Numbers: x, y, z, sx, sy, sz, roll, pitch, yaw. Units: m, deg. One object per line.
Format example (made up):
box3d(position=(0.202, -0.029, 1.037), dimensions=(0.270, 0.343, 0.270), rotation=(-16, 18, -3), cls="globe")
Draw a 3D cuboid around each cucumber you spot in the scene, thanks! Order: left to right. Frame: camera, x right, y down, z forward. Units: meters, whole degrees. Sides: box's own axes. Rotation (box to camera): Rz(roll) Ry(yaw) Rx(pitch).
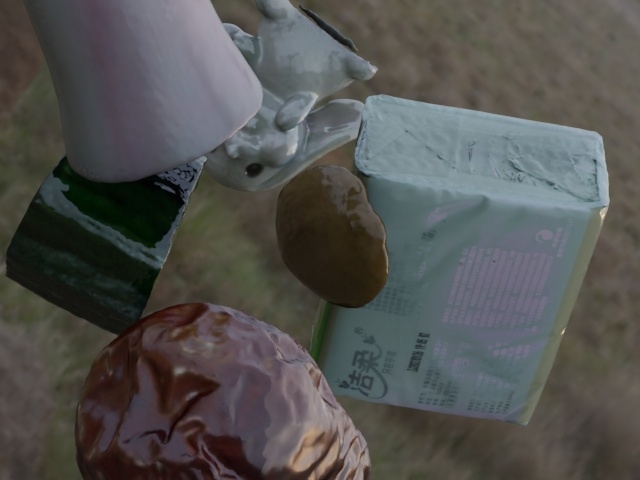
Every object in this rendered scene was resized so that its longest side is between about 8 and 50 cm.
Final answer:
box3d(position=(-0.187, -0.017, 1.435), dimensions=(0.130, 0.191, 0.191), rotation=(27, 17, -4), cls="cucumber")

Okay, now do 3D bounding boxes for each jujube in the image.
box3d(position=(-0.068, 0.178, 1.384), dimensions=(0.216, 0.216, 0.342), rotation=(53, 3, 35), cls="jujube")

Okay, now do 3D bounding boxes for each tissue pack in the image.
box3d(position=(0.175, 0.032, 2.155), dimensions=(0.331, 0.405, 0.205), rotation=(10, 41, -4), cls="tissue pack")

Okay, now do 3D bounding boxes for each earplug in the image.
box3d(position=(-0.174, -0.216, 1.252), dimensions=(0.172, 0.172, 0.301), rotation=(-109, 179, -61), cls="earplug")

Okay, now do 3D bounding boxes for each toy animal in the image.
box3d(position=(-0.071, -0.218, 2.320), dimensions=(0.249, 0.289, 0.174), rotation=(59, 2, 4), cls="toy animal")

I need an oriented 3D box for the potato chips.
box3d(position=(0.000, 0.001, 2.011), dimensions=(0.061, 0.195, 0.208), rotation=(-25, 33, -36), cls="potato chips")
